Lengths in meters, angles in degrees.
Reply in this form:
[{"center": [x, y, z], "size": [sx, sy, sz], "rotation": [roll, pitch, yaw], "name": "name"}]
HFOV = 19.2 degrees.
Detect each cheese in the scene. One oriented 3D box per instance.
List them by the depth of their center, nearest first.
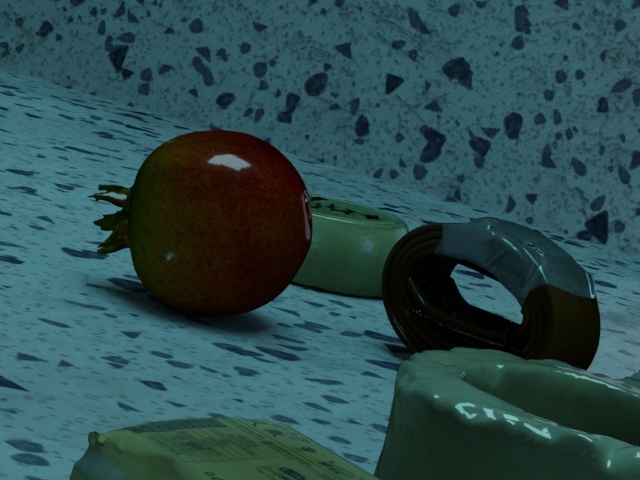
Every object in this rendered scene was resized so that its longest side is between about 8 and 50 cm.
[{"center": [0.207, 0.199, 1.424], "size": [0.332, 0.153, 0.292], "rotation": [18, 9, 33], "name": "cheese"}]

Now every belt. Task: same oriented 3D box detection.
[{"center": [0.192, 0.070, 2.141], "size": [0.105, 0.184, 0.261], "rotation": [7, 11, -45], "name": "belt"}]

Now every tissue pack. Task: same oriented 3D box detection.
[{"center": [-0.043, 0.191, 1.279], "size": [0.186, 0.090, 0.222], "rotation": [4, 11, -39], "name": "tissue pack"}]

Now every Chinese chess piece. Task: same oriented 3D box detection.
[{"center": [0.000, 0.000, 2.587], "size": [0.250, 0.101, 0.250], "rotation": [12, 8, -2], "name": "Chinese chess piece"}]

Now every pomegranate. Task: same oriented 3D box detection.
[{"center": [-0.137, -0.020, 2.148], "size": [0.256, 0.221, 0.221], "rotation": [4, 8, 5], "name": "pomegranate"}]

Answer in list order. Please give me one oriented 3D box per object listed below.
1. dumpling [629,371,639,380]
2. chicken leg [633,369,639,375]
[{"center": [0.361, 0.199, 1.911], "size": [0.219, 0.153, 0.108], "rotation": [2, -45, 40], "name": "dumpling"}, {"center": [0.448, 0.199, 2.123], "size": [0.233, 0.063, 0.105], "rotation": [18, 14, 23], "name": "chicken leg"}]
